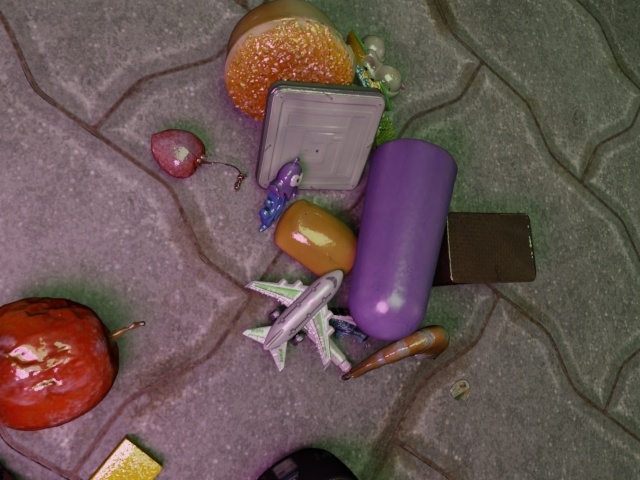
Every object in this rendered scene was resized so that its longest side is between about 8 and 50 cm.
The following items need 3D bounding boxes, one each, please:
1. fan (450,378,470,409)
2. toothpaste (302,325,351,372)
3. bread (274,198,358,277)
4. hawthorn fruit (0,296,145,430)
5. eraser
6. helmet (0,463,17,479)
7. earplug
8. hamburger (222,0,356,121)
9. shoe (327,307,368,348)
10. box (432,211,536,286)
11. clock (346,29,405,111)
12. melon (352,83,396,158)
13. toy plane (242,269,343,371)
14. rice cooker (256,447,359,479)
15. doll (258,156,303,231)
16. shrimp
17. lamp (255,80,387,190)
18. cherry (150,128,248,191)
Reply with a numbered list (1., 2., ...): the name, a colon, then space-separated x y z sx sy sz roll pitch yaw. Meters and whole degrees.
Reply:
1. fan: 0.378 0.400 1.244 0.080 0.003 0.060 40 71 -10
2. toothpaste: 0.004 0.237 1.120 0.048 0.031 0.190 -42 93 -12
3. bread: 0.000 0.000 1.121 0.217 0.098 0.147 32 76 -12
4. hawthorn fruit: -0.451 0.203 0.847 0.272 0.242 0.241 -14 87 -22
5. eraser: -0.389 0.465 0.927 0.097 0.045 0.122 44 70 -10
6. helmet: -0.621 0.518 0.755 0.338 0.197 0.271 47 72 -9
7. earplug: 0.177 0.005 1.086 0.215 0.215 0.455 23 65 -16
8. hamburger: -0.069 -0.380 1.051 0.302 0.302 0.170 -7 63 -21
9. shoe: 0.059 0.206 1.131 0.143 0.064 0.071 22 93 -10
10. box: 0.408 0.027 1.242 0.273 0.143 0.184 -1 81 -21
11. clock: 0.134 -0.445 1.238 0.144 0.103 0.231 -30 95 -23
12. melon: 0.115 -0.301 1.205 0.064 0.118 0.209 -41 91 -16
13. toy plane: -0.044 0.159 1.064 0.251 0.101 0.255 45 73 4
14. rice cooker: -0.022 0.566 0.953 0.267 0.224 0.267 3 81 -21
15. doll: -0.092 -0.103 1.077 0.067 0.206 0.110 35 29 9
16. shrimp: 0.203 0.260 1.098 0.287 0.185 0.068 -16 63 -29
17. lamp: -0.005 -0.228 1.081 0.267 0.269 0.047 -2 45 -19
18. cherry: -0.274 -0.169 1.054 0.225 0.090 0.107 32 60 -22
